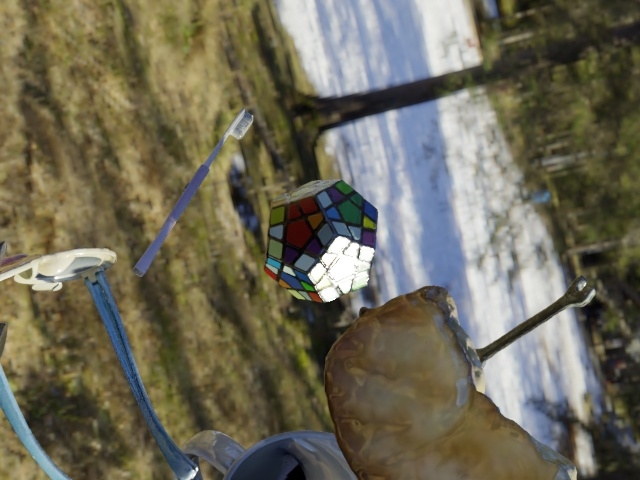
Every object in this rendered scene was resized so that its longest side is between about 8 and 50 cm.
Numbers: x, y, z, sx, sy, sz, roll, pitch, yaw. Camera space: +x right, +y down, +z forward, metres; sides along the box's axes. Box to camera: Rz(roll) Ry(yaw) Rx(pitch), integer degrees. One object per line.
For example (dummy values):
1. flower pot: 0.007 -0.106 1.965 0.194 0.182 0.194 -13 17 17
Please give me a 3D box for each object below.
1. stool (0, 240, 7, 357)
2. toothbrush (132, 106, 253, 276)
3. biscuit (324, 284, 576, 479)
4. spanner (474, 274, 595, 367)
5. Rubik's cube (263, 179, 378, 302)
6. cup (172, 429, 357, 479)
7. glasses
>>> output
1. stool: -0.444 0.112 1.193 0.272 0.178 0.272 -169 -90 -84
2. toothbrush: -0.112 -0.047 1.008 0.017 0.014 0.194 35 62 -6
3. biscuit: 0.104 0.170 0.902 0.045 0.154 0.299 35 17 -52
4. spanner: 0.294 0.128 1.631 0.015 0.254 0.054 36 35 -23
5. Rubik's cube: 0.000 0.000 1.163 0.112 0.133 0.133 -57 143 -20
6. cup: -0.064 0.394 1.400 0.237 0.322 0.327 -38 157 -36
7. glasses: -0.169 0.091 0.851 0.220 0.088 0.189 48 16 10
